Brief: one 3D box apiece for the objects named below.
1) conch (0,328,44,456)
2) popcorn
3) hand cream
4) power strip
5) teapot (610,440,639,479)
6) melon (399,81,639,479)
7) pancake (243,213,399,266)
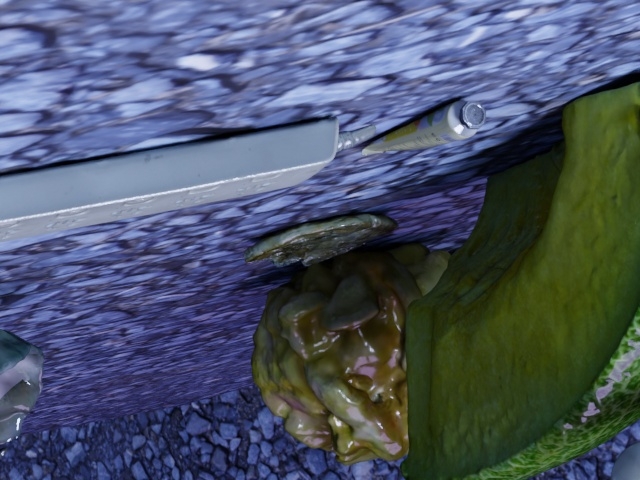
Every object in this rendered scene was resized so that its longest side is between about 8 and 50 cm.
[{"bbox_3d":[-0.315,0.129,1.178,0.220,0.195,0.277,-34,149,0],"label":"conch"},{"bbox_3d":[0.047,0.112,1.600,0.259,0.212,0.259,-19,179,0],"label":"popcorn"},{"bbox_3d":[0.062,-0.063,0.965,0.035,0.022,0.102,-10,178,-29],"label":"hand cream"},{"bbox_3d":[-0.084,-0.032,0.874,0.252,0.027,0.060,-11,173,-20],"label":"power strip"},{"bbox_3d":[0.320,0.072,0.996,0.220,0.149,0.318,-58,163,25],"label":"teapot"},{"bbox_3d":[0.192,0.014,1.127,0.331,0.226,0.343,-39,-173,-20],"label":"melon"},{"bbox_3d":[0.006,-0.001,1.331,0.116,0.023,0.129,-19,172,17],"label":"pancake"}]
